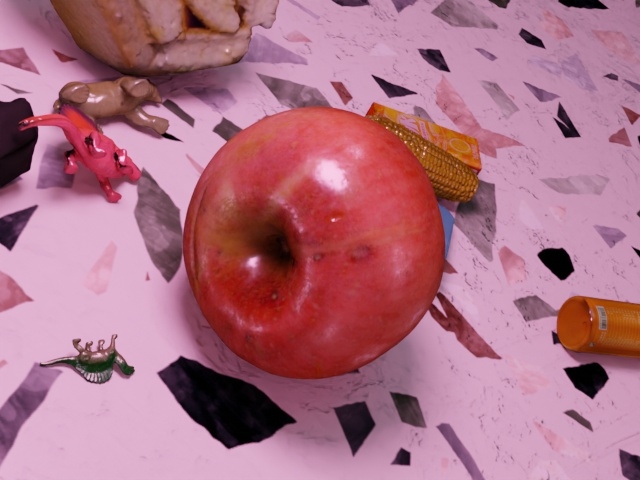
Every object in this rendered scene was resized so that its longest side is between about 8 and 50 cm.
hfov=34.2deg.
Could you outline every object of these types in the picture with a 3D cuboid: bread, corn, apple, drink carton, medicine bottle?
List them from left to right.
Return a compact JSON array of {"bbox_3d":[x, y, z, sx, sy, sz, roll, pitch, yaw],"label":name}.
[{"bbox_3d":[-0.274,-0.395,1.718,0.395,0.264,0.239,-14,30,-26],"label":"bread"},{"bbox_3d":[0.000,0.000,1.428,0.364,0.364,0.364,18,41,-16],"label":"apple"},{"bbox_3d":[0.167,-0.141,1.841,0.260,0.091,0.091,23,22,-25],"label":"corn"},{"bbox_3d":[0.185,-0.173,1.938,0.223,0.071,0.096,17,42,-16],"label":"drink carton"},{"bbox_3d":[0.507,0.150,1.787,0.192,0.096,0.096,7,45,-26],"label":"medicine bottle"}]

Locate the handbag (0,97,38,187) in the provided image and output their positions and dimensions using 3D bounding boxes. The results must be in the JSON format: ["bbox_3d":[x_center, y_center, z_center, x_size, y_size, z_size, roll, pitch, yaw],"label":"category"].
[{"bbox_3d":[-0.566,-0.105,1.336,0.288,0.152,0.342,21,36,5],"label":"handbag"}]

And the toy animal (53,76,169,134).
[{"bbox_3d":[-0.328,-0.223,1.659,0.218,0.103,0.101,-15,34,-37],"label":"toy animal"}]

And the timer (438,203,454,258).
[{"bbox_3d":[0.105,-0.035,1.762,0.232,0.091,0.250,31,27,0],"label":"timer"}]

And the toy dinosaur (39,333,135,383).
[{"bbox_3d":[-0.295,0.155,1.326,0.119,0.029,0.060,-6,69,-34],"label":"toy dinosaur"}]

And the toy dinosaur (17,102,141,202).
[{"bbox_3d":[-0.347,-0.159,1.492,0.286,0.070,0.139,37,25,-59],"label":"toy dinosaur"}]
